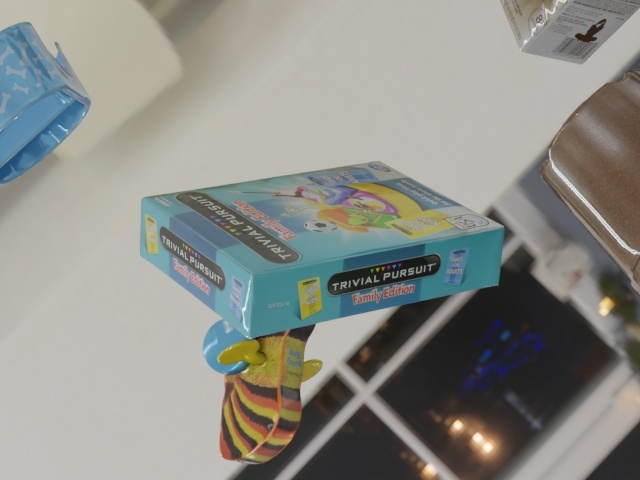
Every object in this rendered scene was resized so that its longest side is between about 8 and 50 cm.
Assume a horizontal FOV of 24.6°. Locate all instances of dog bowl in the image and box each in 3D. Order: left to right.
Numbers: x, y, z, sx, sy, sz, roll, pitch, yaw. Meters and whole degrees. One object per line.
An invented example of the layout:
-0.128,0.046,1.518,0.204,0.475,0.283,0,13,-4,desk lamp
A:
-0.316,-0.128,1.479,0.074,0.166,0.297,48,180,1,dog bowl

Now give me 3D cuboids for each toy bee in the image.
-0.063,0.117,1.799,0.195,0.162,0.298,-18,-87,-63,toy bee

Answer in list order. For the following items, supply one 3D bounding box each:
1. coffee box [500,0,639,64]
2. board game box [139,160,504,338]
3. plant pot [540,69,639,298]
0.295,-0.318,1.525,0.098,0.246,0.141,6,-127,-35,coffee box
0.000,0.000,1.683,0.254,0.336,0.079,31,124,50,board game box
0.277,-0.040,1.187,0.165,0.167,0.167,47,177,24,plant pot
